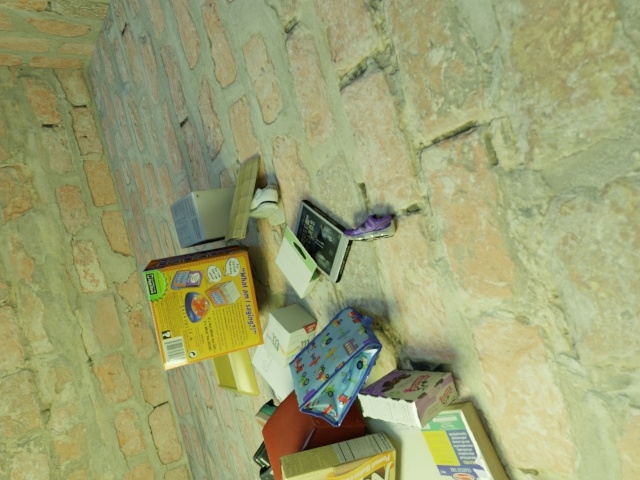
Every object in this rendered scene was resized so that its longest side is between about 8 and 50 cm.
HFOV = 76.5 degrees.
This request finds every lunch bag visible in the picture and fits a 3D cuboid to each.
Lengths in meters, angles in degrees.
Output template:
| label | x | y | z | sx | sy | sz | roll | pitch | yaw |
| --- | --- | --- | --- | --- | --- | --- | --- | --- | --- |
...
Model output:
| label | x | y | z | sx | sy | sz | roll | pitch | yaw |
| --- | --- | --- | --- | --- | --- | --- | --- | --- | --- |
| lunch bag | 0.052 | 0.332 | 1.175 | 0.293 | 0.138 | 0.221 | -56 | 19 | 7 |

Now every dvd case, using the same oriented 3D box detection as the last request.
| label | x | y | z | sx | sy | sz | roll | pitch | yaw |
| --- | --- | --- | --- | --- | --- | --- | --- | --- | --- |
| dvd case | 0.000 | 0.000 | 1.313 | 0.239 | 0.030 | 0.179 | 39 | 128 | 35 |

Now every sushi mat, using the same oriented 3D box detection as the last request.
| label | x | y | z | sx | sy | sz | roll | pitch | yaw |
| --- | --- | --- | --- | --- | --- | --- | --- | --- | --- |
| sushi mat | -0.292 | -0.151 | 1.519 | 0.152 | 0.019 | 0.316 | -11 | 66 | 52 |

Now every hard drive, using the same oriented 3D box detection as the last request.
| label | x | y | z | sx | sy | sz | roll | pitch | yaw |
| --- | --- | --- | --- | --- | --- | --- | --- | --- | --- |
| hard drive | -0.141 | 0.494 | 1.580 | 0.308 | 0.040 | 0.202 | 36 | 110 | 37 |

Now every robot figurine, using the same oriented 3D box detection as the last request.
| label | x | y | z | sx | sy | sz | roll | pitch | yaw |
| --- | --- | --- | --- | --- | --- | --- | --- | --- | --- |
| robot figurine | -0.114 | 0.853 | 1.500 | 0.278 | 0.173 | 0.209 | 41 | 179 | -1 |

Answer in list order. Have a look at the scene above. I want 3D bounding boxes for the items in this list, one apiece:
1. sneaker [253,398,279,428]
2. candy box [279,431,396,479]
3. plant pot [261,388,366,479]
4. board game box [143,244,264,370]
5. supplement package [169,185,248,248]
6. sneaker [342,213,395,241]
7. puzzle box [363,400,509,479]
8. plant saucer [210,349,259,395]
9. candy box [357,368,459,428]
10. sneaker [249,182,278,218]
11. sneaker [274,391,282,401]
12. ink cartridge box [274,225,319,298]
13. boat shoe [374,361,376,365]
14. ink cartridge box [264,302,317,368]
| label | x | y | z | sx | sy | sz | roll | pitch | yaw |
| --- | --- | --- | --- | --- | --- | --- | --- | --- | --- |
| sneaker | -0.112 | 0.721 | 1.609 | 0.303 | 0.121 | 0.108 | 17 | 132 | 23 |
| candy box | 0.052 | 0.675 | 1.145 | 0.087 | 0.317 | 0.182 | -141 | 47 | -68 |
| plant pot | -0.003 | 0.615 | 1.298 | 0.267 | 0.268 | 0.235 | 49 | 123 | 59 |
| board game box | -0.451 | 0.231 | 1.580 | 0.356 | 0.357 | 0.355 | -170 | 70 | -72 |
| supplement package | -0.474 | -0.093 | 1.711 | 0.263 | 0.200 | 0.197 | -14 | 90 | 51 |
| sneaker | 0.136 | -0.035 | 1.130 | 0.170 | 0.068 | 0.071 | -11 | 77 | 42 |
| puzzle box | 0.304 | 0.602 | 1.116 | 0.409 | 0.052 | 0.271 | -36 | 72 | 49 |
| plant saucer | -0.450 | 0.600 | 1.988 | 0.333 | 0.081 | 0.332 | -18 | 86 | 51 |
| candy box | 0.226 | 0.403 | 1.058 | 0.196 | 0.165 | 0.070 | -18 | 88 | 50 |
| sneaker | -0.228 | -0.141 | 1.513 | 0.235 | 0.090 | 0.094 | -14 | 75 | 49 |
| sneaker | -0.153 | 0.580 | 1.646 | 0.076 | 0.065 | 0.166 | -41 | 71 | 43 |
| ink cartridge box | -0.069 | 0.069 | 1.351 | 0.171 | 0.056 | 0.235 | 52 | 146 | 19 |
| boat shoe | 0.094 | 0.408 | 1.287 | 0.219 | 0.078 | 0.070 | -48 | 63 | 44 |
| ink cartridge box | -0.111 | 0.343 | 1.469 | 0.127 | 0.128 | 0.176 | 38 | 129 | 37 |
